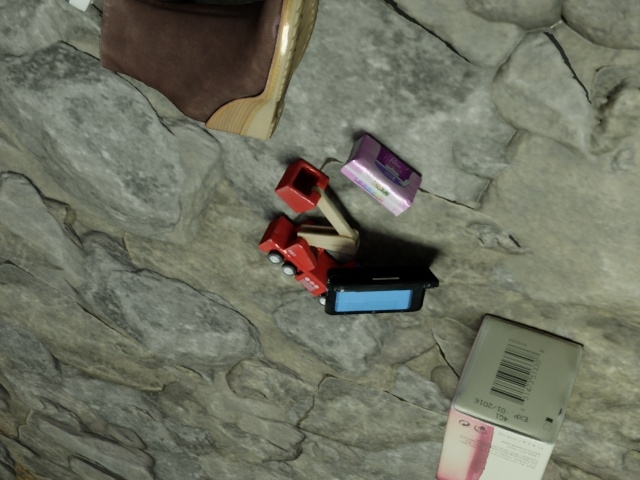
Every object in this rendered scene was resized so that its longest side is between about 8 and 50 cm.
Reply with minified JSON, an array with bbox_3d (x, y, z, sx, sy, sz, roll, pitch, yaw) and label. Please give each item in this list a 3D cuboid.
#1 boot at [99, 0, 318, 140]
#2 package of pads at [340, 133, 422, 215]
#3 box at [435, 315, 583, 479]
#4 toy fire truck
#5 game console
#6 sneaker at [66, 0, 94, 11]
[{"bbox_3d":[-0.121,-0.205,1.012,0.207,0.090,0.248,26,148,-1],"label":"boot"},{"bbox_3d":[0.065,-0.071,1.092,0.083,0.050,0.032,37,138,-12],"label":"package of pads"},{"bbox_3d":[0.228,0.229,1.271,0.127,0.148,0.232,18,142,13],"label":"box"},{"bbox_3d":[0.000,0.000,1.223,0.192,0.047,0.135,42,140,-20],"label":"toy fire truck"},{"bbox_3d":[0.070,0.068,1.202,0.122,0.107,0.071,-3,104,-6],"label":"game console"},{"bbox_3d":[-0.204,-0.326,0.889,0.127,0.126,0.321,33,145,-15],"label":"sneaker"}]
